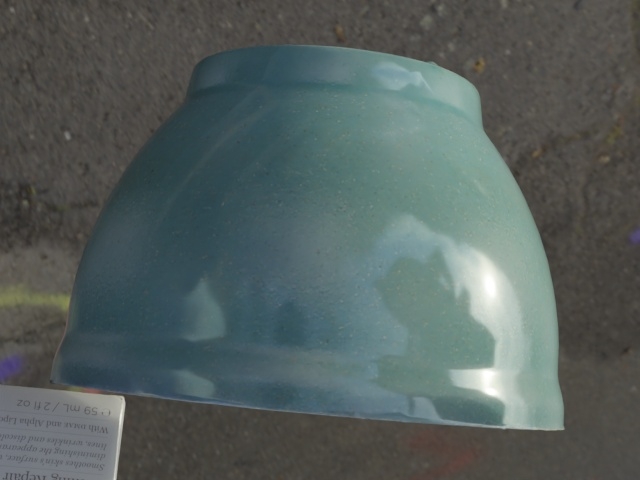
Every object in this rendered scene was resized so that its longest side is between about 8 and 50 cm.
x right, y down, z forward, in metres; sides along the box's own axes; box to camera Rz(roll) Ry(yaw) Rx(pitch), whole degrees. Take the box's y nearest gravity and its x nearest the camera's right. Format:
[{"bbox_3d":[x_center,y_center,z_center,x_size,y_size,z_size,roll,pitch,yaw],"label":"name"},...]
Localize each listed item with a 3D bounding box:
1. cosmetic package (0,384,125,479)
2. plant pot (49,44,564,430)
[{"bbox_3d":[-0.204,0.222,0.788,0.117,0.231,0.085,6,150,-10],"label":"cosmetic package"},{"bbox_3d":[0.000,0.000,0.677,0.293,0.293,0.196,9,82,-35],"label":"plant pot"}]
